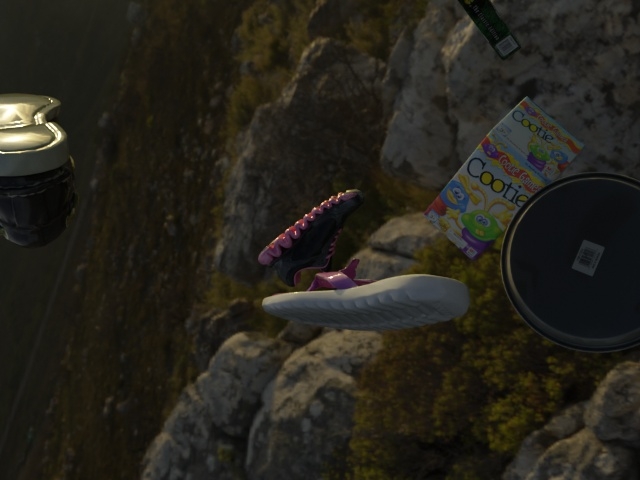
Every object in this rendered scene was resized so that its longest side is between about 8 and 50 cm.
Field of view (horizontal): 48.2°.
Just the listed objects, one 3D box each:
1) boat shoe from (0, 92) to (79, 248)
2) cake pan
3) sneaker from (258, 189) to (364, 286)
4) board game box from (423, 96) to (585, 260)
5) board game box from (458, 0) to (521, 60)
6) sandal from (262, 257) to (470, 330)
[{"bbox_3d":[-0.228,-0.062,0.533,0.228,0.081,0.069,-138,42,-58],"label":"boat shoe"},{"bbox_3d":[0.430,0.030,1.132,0.293,0.054,0.293,-3,81,23],"label":"cake pan"},{"bbox_3d":[0.000,0.000,0.675,0.119,0.047,0.057,-38,89,18],"label":"sneaker"},{"bbox_3d":[0.340,-0.111,1.363,0.144,0.142,0.275,43,143,8],"label":"board game box"},{"bbox_3d":[0.149,-0.327,0.830,0.030,0.136,0.260,-33,44,20],"label":"board game box"},{"bbox_3d":[0.074,0.085,1.186,0.416,0.169,0.102,-8,64,44],"label":"sandal"}]
